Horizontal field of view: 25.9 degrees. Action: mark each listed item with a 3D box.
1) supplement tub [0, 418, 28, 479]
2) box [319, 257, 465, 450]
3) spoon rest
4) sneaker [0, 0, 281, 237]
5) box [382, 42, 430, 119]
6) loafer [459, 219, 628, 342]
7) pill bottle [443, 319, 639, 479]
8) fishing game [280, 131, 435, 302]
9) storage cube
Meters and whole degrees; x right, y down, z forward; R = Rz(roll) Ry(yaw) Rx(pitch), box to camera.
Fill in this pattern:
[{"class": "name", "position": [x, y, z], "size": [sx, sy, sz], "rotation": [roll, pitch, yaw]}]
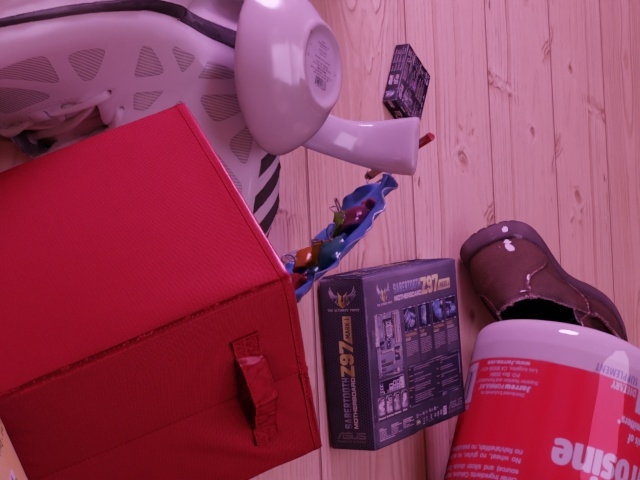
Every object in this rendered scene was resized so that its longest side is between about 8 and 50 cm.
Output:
[{"class": "supplement tub", "position": [-0.280, 0.130, 0.710], "size": [0.241, 0.241, 0.331], "rotation": [-51, 130, -50]}, {"class": "box", "position": [0.083, 0.119, 1.533], "size": [0.232, 0.059, 0.184], "rotation": [-10, 97, -60]}, {"class": "spoon rest", "position": [-0.006, -0.118, 1.160], "size": [0.276, 0.084, 0.137], "rotation": [32, 61, -58]}, {"class": "sneaker", "position": [-0.137, -0.067, 1.051], "size": [0.447, 0.169, 0.258], "rotation": [-11, 95, -63]}, {"class": "box", "position": [0.102, -0.179, 1.637], "size": [0.067, 0.018, 0.083], "rotation": [48, 47, -48]}, {"class": "loafer", "position": [0.298, 0.116, 1.822], "size": [0.366, 0.133, 0.130], "rotation": [37, 33, -42]}, {"class": "pill bottle", "position": [0.252, 0.316, 1.626], "size": [0.229, 0.229, 0.408], "rotation": [38, 61, -53]}, {"class": "fishing game", "position": [0.000, 0.000, 1.307], "size": [0.041, 0.189, 0.264], "rotation": [42, 63, -8]}, {"class": "storage cube", "position": [-0.131, 0.058, 0.923], "size": [0.215, 0.193, 0.184], "rotation": [56, -17, 40]}]
